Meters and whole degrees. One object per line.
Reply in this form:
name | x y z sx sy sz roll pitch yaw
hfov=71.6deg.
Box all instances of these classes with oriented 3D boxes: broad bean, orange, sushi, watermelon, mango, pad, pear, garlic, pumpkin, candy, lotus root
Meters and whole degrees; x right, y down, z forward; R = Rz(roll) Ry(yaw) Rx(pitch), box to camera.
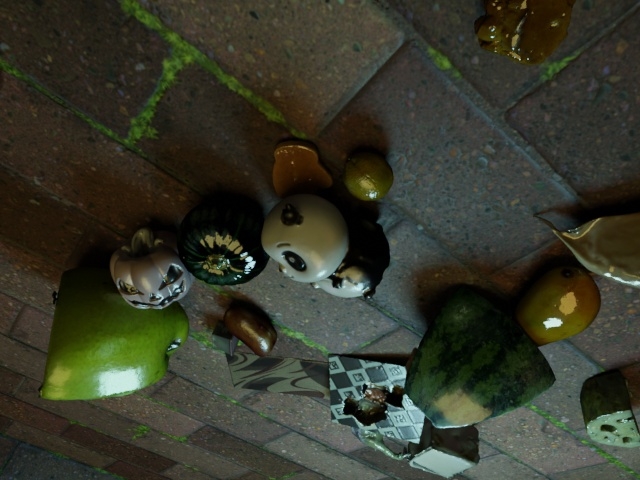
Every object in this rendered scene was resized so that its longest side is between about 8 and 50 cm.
broad bean | -0.184 0.233 1.167 0.165 0.085 0.114 38 131 -16
orange | 0.083 -0.115 0.793 0.095 0.085 0.085 35 129 -24
sushi | 0.171 0.448 1.314 0.293 0.059 0.293 8 119 16
watermelon | 0.349 0.311 1.016 0.283 0.250 0.293 -44 141 -3
mango | 0.496 0.154 0.948 0.138 0.113 0.254 12 136 0
pad | -0.127 0.424 1.388 0.329 0.004 0.220 5 133 6
pear | -0.473 0.204 1.067 0.317 0.342 0.239 12 104 -29
garlic | 0.590 -0.008 0.791 0.338 0.151 0.196 -17 101 34
pumpkin | -0.198 0.009 0.917 0.201 0.140 0.202 0 129 0
candy | 0.387 0.659 1.424 0.195 0.137 0.185 22 133 -8
lotus root | 0.768 0.454 1.178 0.138 0.119 0.235 -16 130 23

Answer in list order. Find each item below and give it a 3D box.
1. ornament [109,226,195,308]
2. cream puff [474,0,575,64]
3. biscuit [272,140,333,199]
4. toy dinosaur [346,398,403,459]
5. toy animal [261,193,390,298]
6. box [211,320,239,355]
ornament | -0.367 0.056 0.974 0.177 0.178 0.178 5 133 5
cream puff | 0.268 -0.293 0.592 0.122 0.094 0.116 -30 128 5
biscuit | -0.034 -0.125 0.844 0.118 0.023 0.140 11 134 -4
toy dinosaur | 0.171 0.618 1.468 0.162 0.077 0.294 -10 111 31
toy animal | 0.001 0.009 0.846 0.235 0.165 0.187 21 167 -30
box | -0.263 0.270 1.234 0.063 0.060 0.085 13 135 4
